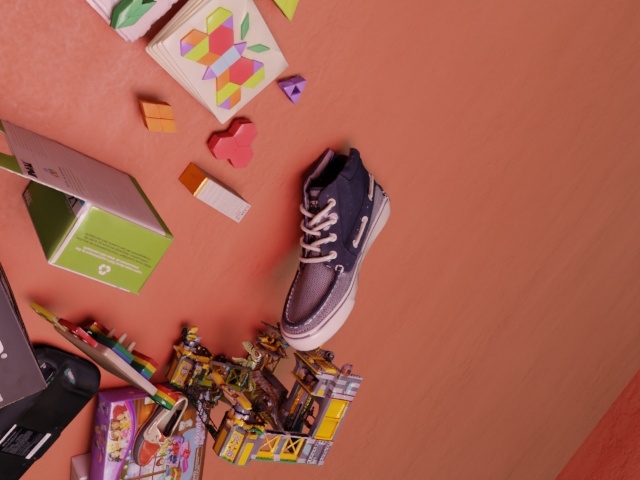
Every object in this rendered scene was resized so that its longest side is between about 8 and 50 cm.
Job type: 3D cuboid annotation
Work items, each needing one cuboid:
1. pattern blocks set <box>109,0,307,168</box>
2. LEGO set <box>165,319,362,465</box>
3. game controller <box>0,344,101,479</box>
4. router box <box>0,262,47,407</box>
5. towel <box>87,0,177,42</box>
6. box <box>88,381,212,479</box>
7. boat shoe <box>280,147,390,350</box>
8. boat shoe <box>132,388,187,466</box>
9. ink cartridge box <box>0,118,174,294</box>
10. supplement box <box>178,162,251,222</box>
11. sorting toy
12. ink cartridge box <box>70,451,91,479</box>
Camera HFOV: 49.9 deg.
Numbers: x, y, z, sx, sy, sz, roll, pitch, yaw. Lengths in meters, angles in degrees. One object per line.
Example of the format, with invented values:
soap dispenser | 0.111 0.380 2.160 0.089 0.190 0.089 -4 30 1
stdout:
pattern blocks set | -0.134 -0.254 0.948 0.285 0.026 0.325 -52 143 7
LEGO set | -0.092 0.214 1.136 0.255 0.331 0.192 21 97 -28
game controller | -0.493 0.303 1.084 0.319 0.067 0.166 -47 148 0
router box | -0.429 0.011 0.802 0.081 0.243 0.309 -22 128 -23
towel | -0.211 -0.451 0.789 0.332 0.053 0.317 -45 134 -1
box | -0.300 0.399 1.204 0.201 0.057 0.293 1 100 -43
boat shoe | 0.000 0.000 1.125 0.158 0.127 0.341 57 45 -38
boat shoe | -0.266 0.315 1.144 0.049 0.043 0.137 39 74 -43
ink cartridge box | -0.338 -0.053 0.864 0.255 0.189 0.097 26 103 -41
supplement box | -0.163 -0.073 1.062 0.098 0.062 0.036 33 96 -43
sorting toy | -0.326 0.167 1.064 0.046 0.132 0.274 -57 139 -23
ink cartridge box | -0.395 0.446 1.239 0.099 0.056 0.135 -7 121 -33
